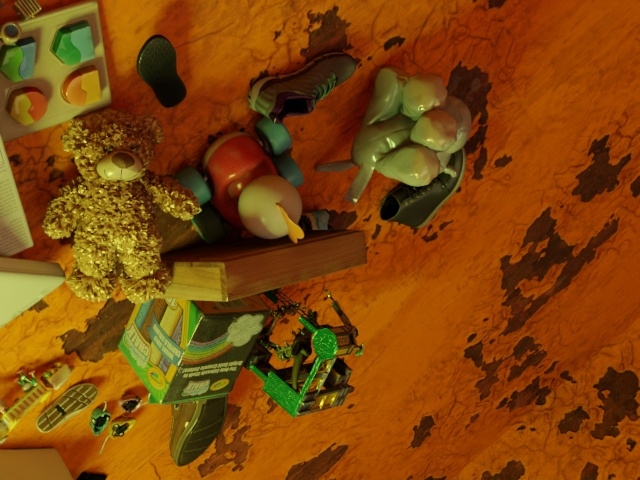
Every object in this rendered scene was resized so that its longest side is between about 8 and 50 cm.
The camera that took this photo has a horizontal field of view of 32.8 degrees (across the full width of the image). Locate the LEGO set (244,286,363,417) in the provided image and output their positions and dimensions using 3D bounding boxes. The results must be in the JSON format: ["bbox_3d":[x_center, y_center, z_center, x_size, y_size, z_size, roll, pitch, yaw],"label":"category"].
[{"bbox_3d":[-0.036,0.199,2.221,0.192,0.331,0.255,-3,116,-52],"label":"LEGO set"}]

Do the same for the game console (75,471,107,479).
[{"bbox_3d":[-0.516,0.563,2.330,0.071,0.107,0.122,35,100,-25],"label":"game console"}]

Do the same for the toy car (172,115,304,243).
[{"bbox_3d":[-0.101,-0.062,1.941,0.219,0.238,0.210,-34,144,-13],"label":"toy car"}]

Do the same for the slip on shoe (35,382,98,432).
[{"bbox_3d":[-0.498,0.327,2.130,0.135,0.051,0.041,-40,-175,-18],"label":"slip on shoe"}]

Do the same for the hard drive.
[{"bbox_3d":[-0.559,0.094,1.705,0.203,0.040,0.307,-35,167,12],"label":"hard drive"}]

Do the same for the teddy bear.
[{"bbox_3d":[-0.328,-0.040,1.759,0.245,0.113,0.338,20,115,-7],"label":"teddy bear"}]

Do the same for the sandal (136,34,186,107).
[{"bbox_3d":[-0.261,-0.275,1.748,0.067,0.040,0.179,-31,158,-8],"label":"sandal"}]

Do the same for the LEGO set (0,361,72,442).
[{"bbox_3d":[-0.598,0.307,1.993,0.287,0.107,0.132,-45,180,-5],"label":"LEGO set"}]

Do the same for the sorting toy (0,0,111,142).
[{"bbox_3d":[-0.407,-0.248,1.625,0.193,0.038,0.208,-24,141,-25],"label":"sorting toy"}]

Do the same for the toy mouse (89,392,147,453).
[{"bbox_3d":[-0.424,0.352,2.232,0.161,0.031,0.143,-37,145,-9],"label":"toy mouse"}]

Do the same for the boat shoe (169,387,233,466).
[{"bbox_3d":[-0.264,0.344,2.323,0.111,0.104,0.307,-11,132,-50],"label":"boat shoe"}]

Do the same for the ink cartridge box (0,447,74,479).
[{"bbox_3d":[-0.642,0.549,2.151,0.198,0.115,0.273,9,120,-48],"label":"ink cartridge box"}]

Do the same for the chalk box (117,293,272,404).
[{"bbox_3d":[-0.259,0.195,2.108,0.180,0.179,0.289,0,127,-45],"label":"chalk box"}]

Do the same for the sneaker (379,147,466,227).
[{"bbox_3d":[0.222,-0.118,2.330,0.118,0.083,0.222,2,126,-45],"label":"sneaker"}]

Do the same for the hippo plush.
[{"bbox_3d":[0.199,-0.180,2.114,0.237,0.234,0.294,9,120,-47],"label":"hippo plush"}]

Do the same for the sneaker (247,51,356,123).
[{"bbox_3d":[-0.015,-0.262,1.939,0.224,0.098,0.083,-26,141,-23],"label":"sneaker"}]

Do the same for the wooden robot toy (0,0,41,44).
[{"bbox_3d":[-0.456,-0.290,1.477,0.173,0.079,0.076,-24,97,-25],"label":"wooden robot toy"}]

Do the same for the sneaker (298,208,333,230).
[{"bbox_3d":[0.000,0.000,2.256,0.073,0.063,0.162,-28,142,-25],"label":"sneaker"}]

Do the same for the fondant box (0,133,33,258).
[{"bbox_3d":[-0.577,-0.081,1.585,0.238,0.096,0.330,-27,141,-22],"label":"fondant box"}]

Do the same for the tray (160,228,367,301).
[{"bbox_3d":[-0.113,0.038,1.997,0.411,0.203,0.076,-11,99,-53],"label":"tray"}]
